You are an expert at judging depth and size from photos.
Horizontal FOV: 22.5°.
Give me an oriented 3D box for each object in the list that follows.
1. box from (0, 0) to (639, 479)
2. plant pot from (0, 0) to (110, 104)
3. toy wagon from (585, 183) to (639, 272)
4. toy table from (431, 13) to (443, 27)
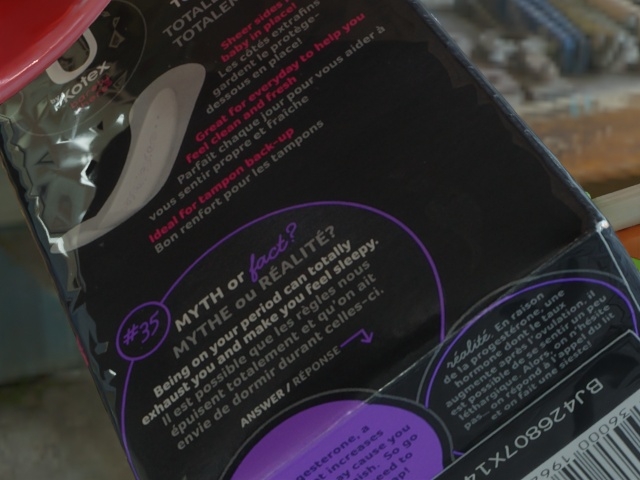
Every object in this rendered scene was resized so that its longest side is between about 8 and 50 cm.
[{"bbox_3d":[0.000,0.000,0.598,0.165,0.143,0.270,-37,45,5],"label":"box"},{"bbox_3d":[-0.194,-0.194,0.485,0.243,0.275,0.275,30,38,27],"label":"plant pot"},{"bbox_3d":[0.274,0.096,1.342,0.267,0.344,0.068,17,37,-11],"label":"toy wagon"},{"bbox_3d":[0.030,-0.042,1.242,0.252,0.274,0.161,-5,56,2],"label":"toy table"}]
